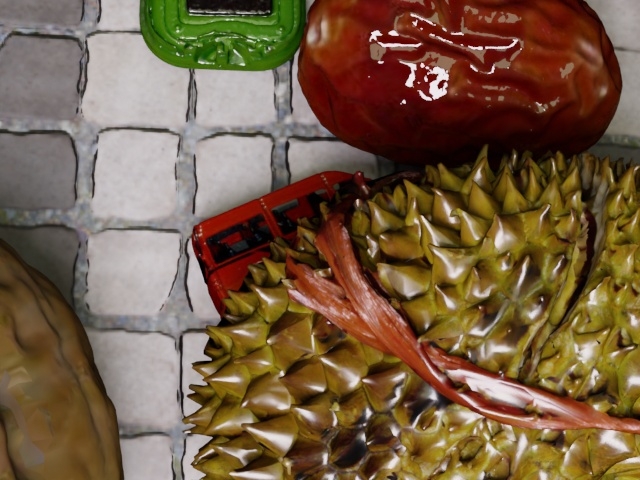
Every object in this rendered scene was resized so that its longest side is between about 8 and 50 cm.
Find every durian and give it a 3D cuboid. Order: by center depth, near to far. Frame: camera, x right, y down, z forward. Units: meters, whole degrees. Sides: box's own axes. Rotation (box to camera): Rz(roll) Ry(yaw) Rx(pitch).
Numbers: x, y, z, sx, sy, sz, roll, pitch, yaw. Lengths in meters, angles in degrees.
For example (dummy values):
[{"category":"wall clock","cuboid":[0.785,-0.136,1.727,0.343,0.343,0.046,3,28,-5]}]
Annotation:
[{"category":"durian","cuboid":[0.097,0.103,0.762,0.348,0.384,0.347,29,39,-27]}]

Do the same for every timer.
[{"category":"timer","cuboid":[-0.081,-0.207,0.965,0.140,0.047,0.128,2,78,-6]}]

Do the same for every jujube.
[{"category":"jujube","cuboid":[0.107,-0.136,0.906,0.251,0.174,0.174,15,76,-9]}]

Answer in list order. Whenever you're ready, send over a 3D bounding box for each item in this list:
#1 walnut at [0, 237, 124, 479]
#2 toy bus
[{"category":"walnut","cuboid":[-0.279,0.162,0.743,0.306,0.306,0.343,-18,73,-10]},{"category":"toy bus","cuboid":[0.000,0.000,0.914,0.195,0.081,0.089,-23,71,-10]}]
